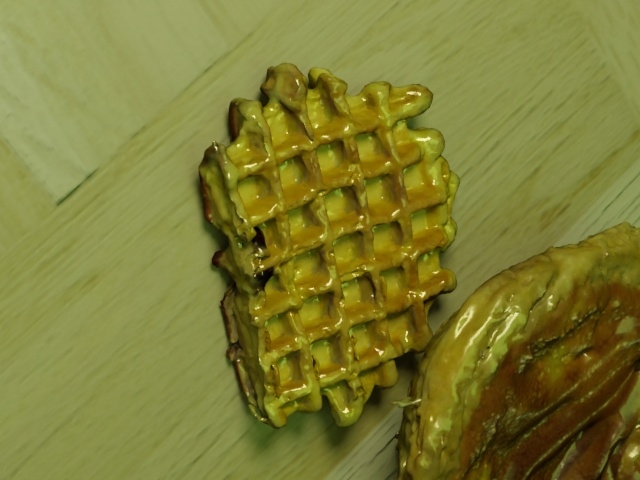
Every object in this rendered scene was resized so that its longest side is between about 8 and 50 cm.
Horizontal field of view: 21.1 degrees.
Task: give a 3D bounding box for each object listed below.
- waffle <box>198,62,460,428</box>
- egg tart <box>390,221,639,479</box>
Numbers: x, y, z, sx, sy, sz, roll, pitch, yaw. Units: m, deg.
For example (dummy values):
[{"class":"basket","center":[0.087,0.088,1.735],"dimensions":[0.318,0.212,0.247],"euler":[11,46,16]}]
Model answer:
[{"class":"waffle","center":[0.000,0.000,1.417],"dimensions":[0.283,0.065,0.309],"euler":[31,81,-34]},{"class":"egg tart","center":[0.177,0.142,1.491],"dimensions":[0.339,0.153,0.352],"euler":[6,102,-40]}]
